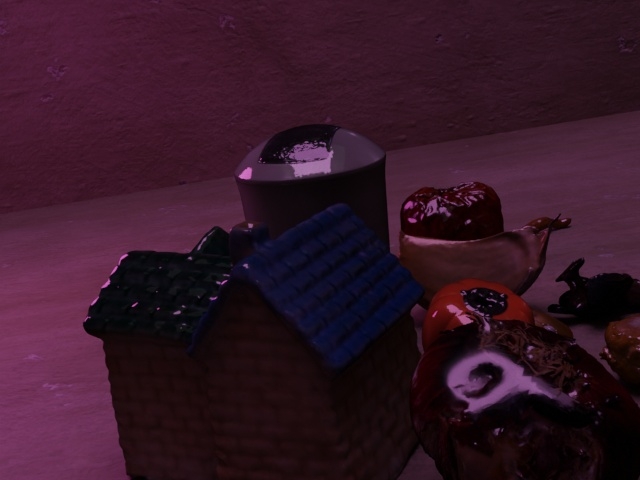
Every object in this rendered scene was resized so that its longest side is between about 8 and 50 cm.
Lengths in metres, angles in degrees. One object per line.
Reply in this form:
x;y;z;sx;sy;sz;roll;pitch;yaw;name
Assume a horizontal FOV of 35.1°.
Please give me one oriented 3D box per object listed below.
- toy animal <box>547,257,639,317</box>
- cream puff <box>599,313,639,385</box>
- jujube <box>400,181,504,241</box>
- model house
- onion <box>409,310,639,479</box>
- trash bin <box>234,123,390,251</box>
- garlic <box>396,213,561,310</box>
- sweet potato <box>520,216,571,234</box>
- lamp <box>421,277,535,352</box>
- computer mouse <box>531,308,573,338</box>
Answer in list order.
0.526;0.110;1.898;0.179;0.116;0.218;19;-13;1;toy animal
0.515;0.175;1.589;0.143;0.103;0.126;-15;21;-24;cream puff
0.296;-0.029;2.302;0.232;0.213;0.213;-4;15;0;jujube
-0.082;0.135;1.516;0.445;0.400;0.395;0;20;30;model house
0.262;0.240;1.298;0.313;0.232;0.314;9;31;-6;onion
0.000;0.000;1.886;0.280;0.432;0.280;-7;16;2;trash bin
0.312;0.058;1.961;0.338;0.196;0.151;-6;32;24;garlic
0.536;-0.035;2.471;0.179;0.044;0.044;-17;17;-28;sweet potato
0.260;0.161;1.685;0.187;0.164;0.188;6;34;-4;lamp
0.356;0.154;1.826;0.199;0.045;0.102;15;26;40;computer mouse
